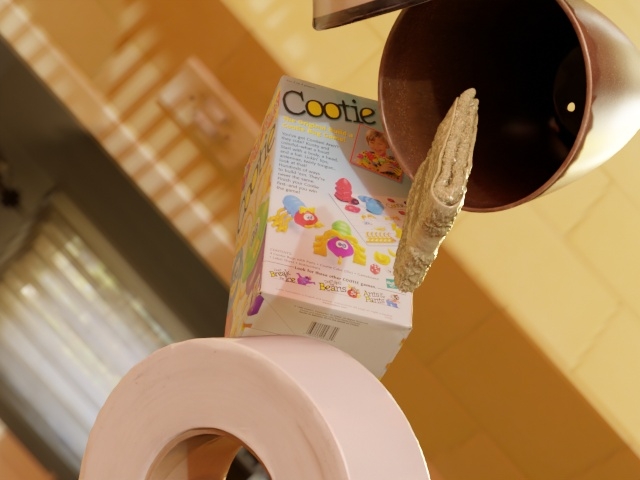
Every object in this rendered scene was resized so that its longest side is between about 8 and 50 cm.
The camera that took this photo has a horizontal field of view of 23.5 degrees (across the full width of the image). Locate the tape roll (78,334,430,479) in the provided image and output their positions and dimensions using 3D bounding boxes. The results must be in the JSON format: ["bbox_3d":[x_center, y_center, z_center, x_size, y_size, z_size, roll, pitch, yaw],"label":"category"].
[{"bbox_3d":[-0.053,0.213,1.167,0.286,0.286,0.100,-42,-26,29],"label":"tape roll"}]

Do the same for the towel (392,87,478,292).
[{"bbox_3d":[0.087,-0.039,1.168,0.148,0.027,0.110,-75,7,-48],"label":"towel"}]

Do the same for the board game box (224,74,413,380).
[{"bbox_3d":[0.000,0.000,1.471,0.142,0.144,0.275,116,164,-47],"label":"board game box"}]

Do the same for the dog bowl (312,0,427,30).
[{"bbox_3d":[0.165,-0.325,1.406,0.408,0.150,0.408,-18,10,3],"label":"dog bowl"}]

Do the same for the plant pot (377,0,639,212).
[{"bbox_3d":[0.207,-0.139,1.411,0.215,0.215,0.230,-42,-21,33],"label":"plant pot"}]
